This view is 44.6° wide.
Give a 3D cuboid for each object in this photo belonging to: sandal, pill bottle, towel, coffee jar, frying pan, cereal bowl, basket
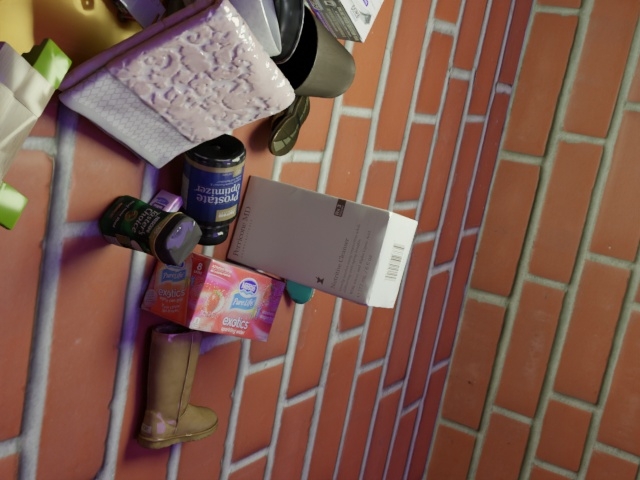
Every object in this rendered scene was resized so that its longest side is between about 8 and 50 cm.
[{"bbox_3d":[-0.083,-0.278,1.825,0.090,0.060,0.219,78,27,-49],"label":"sandal"},{"bbox_3d":[-0.224,-0.102,1.598,0.123,0.123,0.219,-35,146,-46],"label":"pill bottle"},{"bbox_3d":[-0.234,-0.256,1.347,0.053,0.317,0.332,68,10,21],"label":"towel"},{"bbox_3d":[-0.314,-0.018,1.450,0.096,0.185,0.079,-56,146,-27],"label":"coffee jar"},{"bbox_3d":[-0.059,-0.459,1.544,0.053,0.326,0.197,-3,95,-29],"label":"frying pan"},{"bbox_3d":[-0.178,-0.484,1.394,0.339,0.141,0.338,-13,90,-85],"label":"cereal bowl"},{"bbox_3d":[-0.023,-0.405,1.764,0.227,0.154,0.204,8,85,-63],"label":"basket"}]

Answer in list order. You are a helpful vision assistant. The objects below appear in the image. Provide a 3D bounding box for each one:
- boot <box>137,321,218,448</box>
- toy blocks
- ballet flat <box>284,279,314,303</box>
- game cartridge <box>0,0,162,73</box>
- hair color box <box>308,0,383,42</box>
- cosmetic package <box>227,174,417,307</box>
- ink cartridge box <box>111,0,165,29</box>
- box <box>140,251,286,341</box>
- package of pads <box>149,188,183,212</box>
[{"bbox_3d":[-0.297,0.315,1.748,0.236,0.089,0.269,-5,108,-58],"label":"boot"},{"bbox_3d":[-0.527,-0.116,1.007,0.190,0.261,0.381,51,55,-53],"label":"toy blocks"},{"bbox_3d":[-0.057,0.063,2.020,0.077,0.091,0.240,-79,165,-44],"label":"ballet flat"},{"bbox_3d":[-0.394,-0.390,1.270,0.324,0.053,0.285,5,101,-56],"label":"game cartridge"},{"bbox_3d":[0.097,-0.669,1.861,0.338,0.110,0.185,-67,150,-13],"label":"hair color box"},{"bbox_3d":[0.000,0.000,1.776,0.156,0.385,0.217,14,91,-61],"label":"cosmetic package"},{"bbox_3d":[-0.313,-0.406,1.312,0.062,0.029,0.115,-62,148,-16],"label":"ink cartridge box"},{"bbox_3d":[-0.224,0.118,1.708,0.300,0.142,0.154,25,82,-59],"label":"box"},{"bbox_3d":[-0.318,-0.060,1.554,0.083,0.050,0.032,-56,151,-26],"label":"package of pads"}]
